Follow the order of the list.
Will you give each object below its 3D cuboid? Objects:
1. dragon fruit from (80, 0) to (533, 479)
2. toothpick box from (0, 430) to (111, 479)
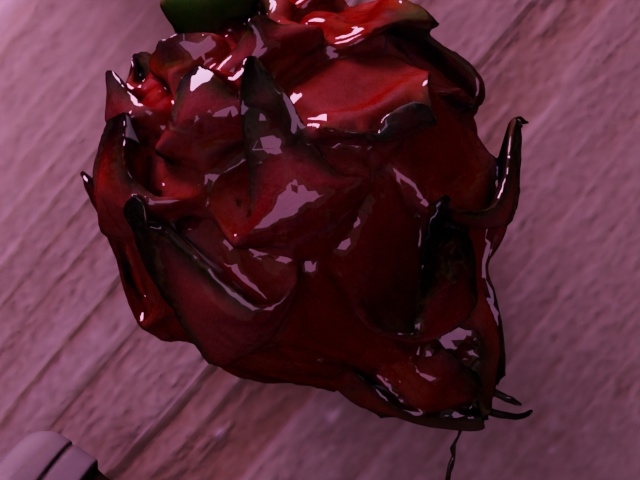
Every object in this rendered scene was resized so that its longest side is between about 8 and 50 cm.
[{"bbox_3d":[0.000,0.000,1.020,0.234,0.234,0.293,-26,82,2],"label":"dragon fruit"},{"bbox_3d":[-0.086,0.277,1.026,0.316,0.229,0.229,34,90,0],"label":"toothpick box"}]
